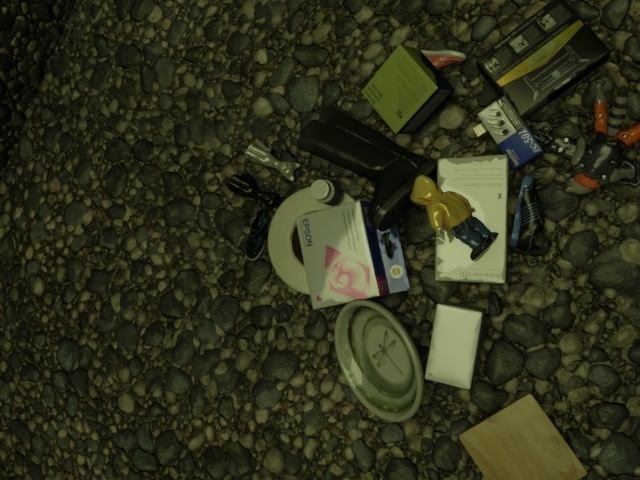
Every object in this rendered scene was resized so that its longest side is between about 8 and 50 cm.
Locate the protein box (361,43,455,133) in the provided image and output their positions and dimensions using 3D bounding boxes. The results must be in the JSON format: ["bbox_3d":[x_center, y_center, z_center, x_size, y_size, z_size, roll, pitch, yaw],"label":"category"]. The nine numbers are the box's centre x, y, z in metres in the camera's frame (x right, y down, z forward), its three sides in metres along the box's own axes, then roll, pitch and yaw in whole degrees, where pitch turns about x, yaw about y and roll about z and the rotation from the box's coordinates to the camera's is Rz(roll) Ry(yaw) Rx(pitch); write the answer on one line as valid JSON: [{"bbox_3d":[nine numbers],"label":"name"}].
[{"bbox_3d":[0.284,-0.488,1.769,0.201,0.136,0.200,-47,70,34],"label":"protein box"}]

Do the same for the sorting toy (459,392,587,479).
[{"bbox_3d":[0.598,0.626,1.616,0.255,0.089,0.257,-37,74,15],"label":"sorting toy"}]

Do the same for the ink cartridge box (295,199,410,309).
[{"bbox_3d":[0.101,0.040,1.793,0.330,0.071,0.324,-15,80,20],"label":"ink cartridge box"}]

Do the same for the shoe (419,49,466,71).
[{"bbox_3d":[0.394,-0.587,1.809,0.178,0.063,0.081,13,92,27],"label":"shoe"}]

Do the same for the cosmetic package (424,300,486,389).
[{"bbox_3d":[0.415,0.308,1.639,0.138,0.225,0.224,9,90,22],"label":"cosmetic package"}]

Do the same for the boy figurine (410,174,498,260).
[{"bbox_3d":[0.370,-0.072,1.563,0.285,0.177,0.092,42,144,12],"label":"boy figurine"}]

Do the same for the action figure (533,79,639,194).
[{"bbox_3d":[0.778,-0.289,1.561,0.341,0.178,0.330,25,114,26],"label":"action figure"}]

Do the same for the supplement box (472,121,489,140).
[{"bbox_3d":[0.541,-0.366,1.732,0.098,0.062,0.036,-32,77,17],"label":"supplement box"}]

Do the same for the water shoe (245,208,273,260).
[{"bbox_3d":[-0.241,-0.024,1.997,0.073,0.080,0.203,19,93,22],"label":"water shoe"}]

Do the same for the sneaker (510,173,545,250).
[{"bbox_3d":[0.647,-0.084,1.663,0.090,0.081,0.232,10,96,19],"label":"sneaker"}]

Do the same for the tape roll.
[{"bbox_3d":[0.000,0.000,1.908,0.392,0.072,0.392,-2,86,21],"label":"tape roll"}]

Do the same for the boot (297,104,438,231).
[{"bbox_3d":[0.109,-0.247,1.760,0.445,0.367,0.146,34,137,17],"label":"boot"}]

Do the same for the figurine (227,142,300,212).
[{"bbox_3d":[-0.200,-0.234,1.994,0.209,0.092,0.215,28,89,15],"label":"figurine"}]

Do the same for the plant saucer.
[{"bbox_3d":[0.203,0.370,1.725,0.400,0.100,0.400,27,125,48],"label":"plant saucer"}]

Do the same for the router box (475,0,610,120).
[{"bbox_3d":[0.682,-0.561,1.682,0.309,0.081,0.243,-36,75,15],"label":"router box"}]

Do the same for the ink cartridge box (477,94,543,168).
[{"bbox_3d":[0.581,-0.332,1.657,0.097,0.046,0.207,-35,87,28],"label":"ink cartridge box"}]

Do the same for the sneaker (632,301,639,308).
[{"bbox_3d":[0.927,0.172,1.552,0.069,0.038,0.098,-23,78,17],"label":"sneaker"}]

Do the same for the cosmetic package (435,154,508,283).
[{"bbox_3d":[0.473,-0.057,1.683,0.217,0.156,0.385,-1,84,19],"label":"cosmetic package"}]

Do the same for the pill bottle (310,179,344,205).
[{"bbox_3d":[0.021,-0.160,1.800,0.078,0.137,0.078,-1,87,21],"label":"pill bottle"}]
